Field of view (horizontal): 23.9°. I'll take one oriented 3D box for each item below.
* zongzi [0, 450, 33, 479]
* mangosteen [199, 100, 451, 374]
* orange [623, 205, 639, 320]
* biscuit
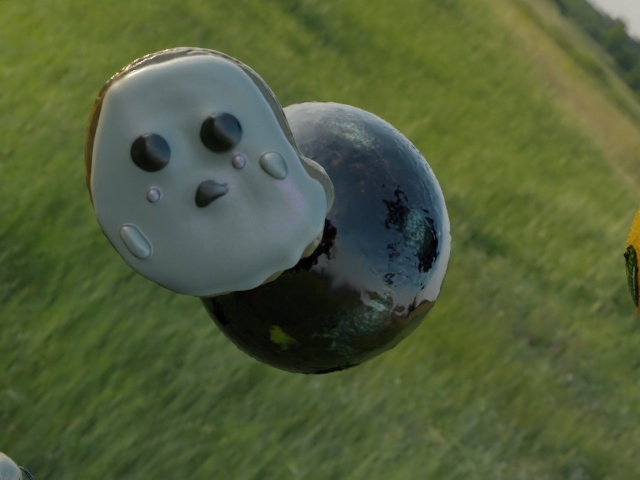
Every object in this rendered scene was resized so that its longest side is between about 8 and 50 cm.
[{"bbox_3d":[-0.411,0.278,1.820,0.094,0.204,0.205,35,36,8],"label":"zongzi"},{"bbox_3d":[0.000,0.000,1.544,0.288,0.288,0.288,42,13,-12],"label":"mangosteen"},{"bbox_3d":[0.412,0.023,1.512,0.236,0.236,0.236,42,13,-12],"label":"orange"},{"bbox_3d":[-0.097,-0.051,1.204,0.208,0.181,0.049,60,4,-10],"label":"biscuit"}]
